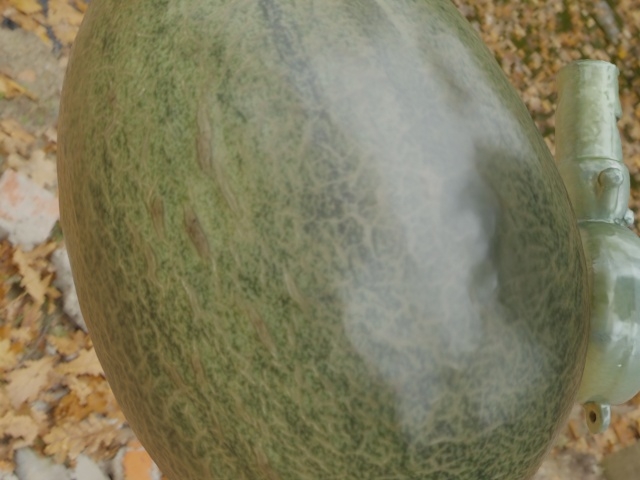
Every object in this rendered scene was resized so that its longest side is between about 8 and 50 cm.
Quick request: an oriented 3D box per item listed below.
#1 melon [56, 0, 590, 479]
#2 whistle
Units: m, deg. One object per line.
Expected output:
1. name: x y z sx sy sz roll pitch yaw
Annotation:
1. melon: 0.000 0.000 0.506 0.248 0.248 0.329 -33 106 -46
2. whistle: 0.182 0.002 0.689 0.067 0.126 0.258 6 78 -9
